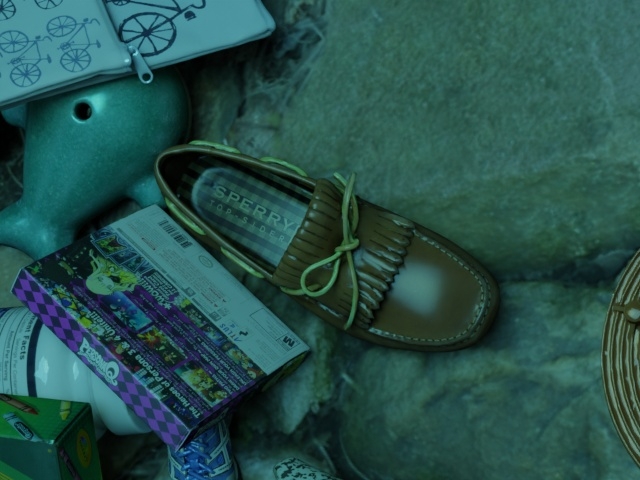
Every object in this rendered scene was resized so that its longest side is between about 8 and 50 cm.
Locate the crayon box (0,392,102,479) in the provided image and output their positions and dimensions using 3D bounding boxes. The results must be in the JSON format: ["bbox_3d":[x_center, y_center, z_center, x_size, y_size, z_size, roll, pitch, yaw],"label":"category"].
[{"bbox_3d":[-0.297,0.287,1.627,0.165,0.081,0.279,4,116,19],"label":"crayon box"}]

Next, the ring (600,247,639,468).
[{"bbox_3d":[0.425,0.106,1.524,0.336,0.032,0.337,-5,76,18],"label":"ring"}]

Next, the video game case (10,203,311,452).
[{"bbox_3d":[-0.153,0.079,1.625,0.232,0.210,0.042,42,126,13],"label":"video game case"}]

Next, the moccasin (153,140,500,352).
[{"bbox_3d":[0.002,-0.003,1.630,0.380,0.147,0.139,32,90,22],"label":"moccasin"}]

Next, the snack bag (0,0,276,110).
[{"bbox_3d":[-0.246,-0.282,1.720,0.342,0.037,0.323,-16,55,-13],"label":"snack bag"}]

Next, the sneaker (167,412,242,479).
[{"bbox_3d":[-0.127,0.214,1.662,0.080,0.081,0.211,-10,77,15],"label":"sneaker"}]

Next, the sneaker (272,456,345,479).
[{"bbox_3d":[-0.068,0.388,1.587,0.182,0.158,0.410,30,82,33],"label":"sneaker"}]

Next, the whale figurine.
[{"bbox_3d":[-0.254,-0.092,1.734,0.216,0.141,0.272,34,97,6],"label":"whale figurine"}]

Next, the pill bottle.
[{"bbox_3d":[-0.301,0.143,1.699,0.264,0.153,0.153,-5,77,18],"label":"pill bottle"}]
